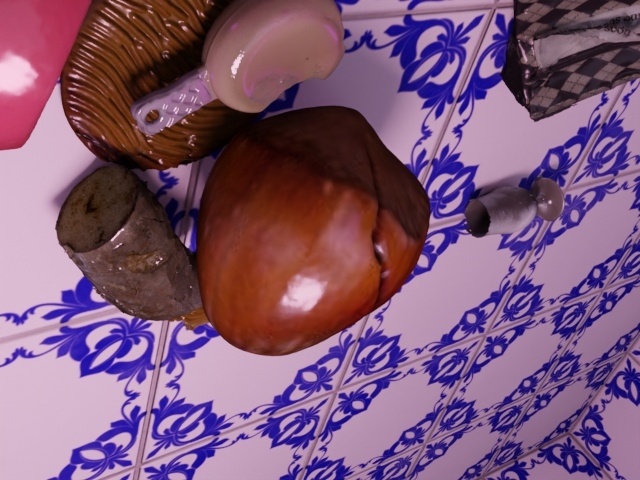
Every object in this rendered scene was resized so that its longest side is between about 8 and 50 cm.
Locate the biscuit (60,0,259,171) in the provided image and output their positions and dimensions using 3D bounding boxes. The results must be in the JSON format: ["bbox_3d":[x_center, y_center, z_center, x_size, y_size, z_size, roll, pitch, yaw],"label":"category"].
[{"bbox_3d":[-0.173,-0.218,1.086,0.318,0.040,0.318,-27,145,-21],"label":"biscuit"}]

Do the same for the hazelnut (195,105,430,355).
[{"bbox_3d":[-0.019,-0.005,1.195,0.372,0.315,0.372,-36,146,-29],"label":"hazelnut"}]

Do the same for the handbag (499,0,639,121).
[{"bbox_3d":[0.419,-0.409,1.336,0.317,0.180,0.416,-23,146,-4],"label":"handbag"}]

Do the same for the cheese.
[{"bbox_3d":[-0.102,-0.214,1.055,0.286,0.082,0.163,-32,146,-7],"label":"cheese"}]

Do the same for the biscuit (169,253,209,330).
[{"bbox_3d":[-0.219,0.093,1.419,0.229,0.031,0.176,-11,136,-38],"label":"biscuit"}]

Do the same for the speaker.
[{"bbox_3d":[-0.293,-0.220,0.740,0.294,0.294,0.294,-26,145,-20],"label":"speaker"}]

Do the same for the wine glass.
[{"bbox_3d":[0.399,-0.069,1.774,0.222,0.103,0.103,-14,139,-33],"label":"wine glass"}]

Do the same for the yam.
[{"bbox_3d":[-0.259,0.016,1.184,0.154,0.154,0.254,-37,148,-4],"label":"yam"}]
